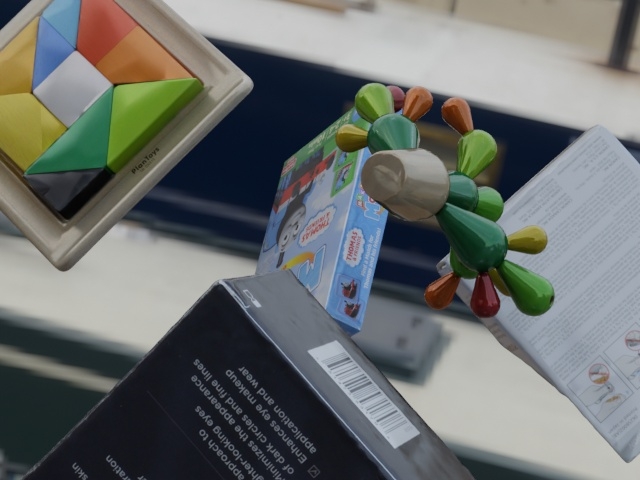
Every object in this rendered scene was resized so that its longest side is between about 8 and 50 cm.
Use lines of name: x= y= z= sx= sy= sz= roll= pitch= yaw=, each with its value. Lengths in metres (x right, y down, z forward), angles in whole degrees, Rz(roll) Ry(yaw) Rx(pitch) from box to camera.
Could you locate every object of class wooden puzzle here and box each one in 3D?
wooden puzzle: x=-0.204 y=-0.120 z=1.522 sx=0.239 sy=0.221 sz=0.044 roll=42 pitch=-5 yaw=30

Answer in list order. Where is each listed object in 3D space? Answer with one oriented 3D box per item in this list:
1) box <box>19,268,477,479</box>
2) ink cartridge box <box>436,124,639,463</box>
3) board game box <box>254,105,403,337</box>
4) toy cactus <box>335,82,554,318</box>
box: x=-0.032 y=0.122 z=0.856 sx=0.156 sy=0.158 sz=0.093 roll=48 pitch=16 yaw=10
ink cartridge box: x=0.246 y=0.046 z=1.585 sx=0.232 sy=0.189 sz=0.066 roll=49 pitch=-8 yaw=-2
board game box: x=0.000 y=0.000 z=1.464 sx=0.039 sy=0.211 sz=0.160 roll=25 pitch=-32 yaw=-21
toy cactus: x=0.072 y=-0.032 z=1.282 sx=0.180 sy=0.112 sz=0.219 roll=12 pitch=47 yaw=-62
